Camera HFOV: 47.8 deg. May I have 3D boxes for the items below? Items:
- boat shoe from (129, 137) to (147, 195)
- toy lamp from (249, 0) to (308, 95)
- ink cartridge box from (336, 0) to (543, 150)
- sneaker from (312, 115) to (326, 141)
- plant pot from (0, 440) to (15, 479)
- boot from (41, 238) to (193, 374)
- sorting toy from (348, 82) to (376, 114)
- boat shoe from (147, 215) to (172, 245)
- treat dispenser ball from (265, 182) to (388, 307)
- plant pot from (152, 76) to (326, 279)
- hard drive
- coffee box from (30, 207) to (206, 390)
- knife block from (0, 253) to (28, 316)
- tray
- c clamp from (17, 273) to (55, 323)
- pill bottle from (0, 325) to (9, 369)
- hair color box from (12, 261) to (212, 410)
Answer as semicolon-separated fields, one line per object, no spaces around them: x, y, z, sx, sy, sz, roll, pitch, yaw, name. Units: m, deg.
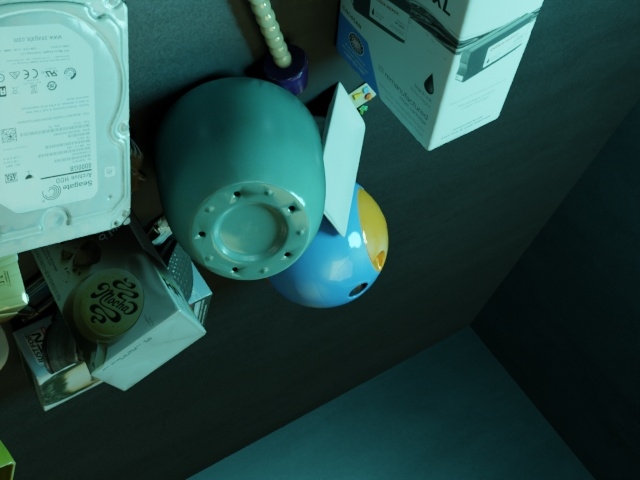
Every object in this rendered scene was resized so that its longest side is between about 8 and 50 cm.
-0.322;-0.134;1.154;0.066;0.066;0.183;-36;166;-14;boat shoe
-0.072;-0.322;1.131;0.080;0.080;0.275;-35;156;-4;toy lamp
0.175;-0.382;1.104;0.166;0.285;0.395;-27;153;-19;ink cartridge box
-0.046;-0.164;1.390;0.290;0.123;0.106;-14;145;-44;sneaker
-0.755;0.450;1.439;0.212;0.187;0.212;-15;148;-38;plant pot
-0.379;0.107;1.363;0.222;0.338;0.118;-6;118;11;boot
0.089;-0.289;1.479;0.062;0.012;0.083;-37;155;0;sorting toy
-0.306;-0.026;1.392;0.100;0.035;0.035;-43;158;27;boat shoe
0.000;0.000;1.538;0.288;0.288;0.288;-30;154;-16;treat dispenser ball
-0.121;-0.077;1.160;0.292;0.235;0.293;-6;128;-8;plant pot
-0.364;-0.150;0.930;0.236;0.064;0.339;-17;129;-37;hard drive
-0.342;0.071;1.195;0.168;0.297;0.119;-35;152;-3;coffee box
-0.570;0.090;1.056;0.242;0.088;0.275;-13;174;-34;knife block
0.030;-0.155;1.394;0.030;0.271;0.145;-2;151;27;tray
-0.513;0.103;1.358;0.160;0.022;0.137;-39;155;9;c clamp
-0.683;0.249;1.197;0.318;0.176;0.176;-44;155;14;pill bottle
-0.420;0.188;1.491;0.374;0.114;0.185;-25;157;-28;hair color box
